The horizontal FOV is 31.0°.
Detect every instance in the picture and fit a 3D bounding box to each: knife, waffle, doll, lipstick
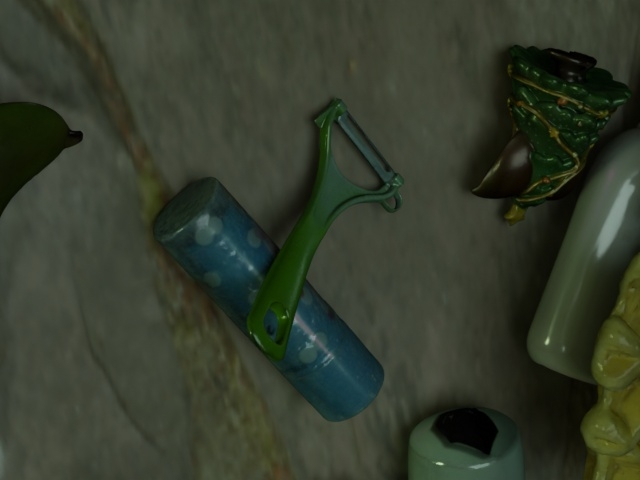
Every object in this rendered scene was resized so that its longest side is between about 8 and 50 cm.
[{"bbox_3d":[-0.002,0.001,0.630,0.078,0.022,0.166,45,49,-22],"label":"knife"},{"bbox_3d":[0.240,0.059,0.736,0.261,0.056,0.250,-15,120,-50],"label":"waffle"},{"bbox_3d":[0.144,-0.058,0.696,0.078,0.076,0.113,0,102,-36],"label":"doll"},{"bbox_3d":[-0.027,0.035,0.645,0.048,0.048,0.158,-46,117,-11],"label":"lipstick"}]

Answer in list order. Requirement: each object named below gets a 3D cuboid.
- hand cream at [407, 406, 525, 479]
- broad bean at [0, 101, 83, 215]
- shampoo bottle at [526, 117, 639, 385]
[{"bbox_3d":[0.102,0.257,0.760,0.109,0.067,0.321,-16,112,-25],"label":"hand cream"},{"bbox_3d":[-0.245,0.034,0.521,0.325,0.067,0.075,-36,106,-18],"label":"broad bean"},{"bbox_3d":[0.205,-0.015,0.746,0.108,0.051,0.221,19,93,-41],"label":"shampoo bottle"}]
